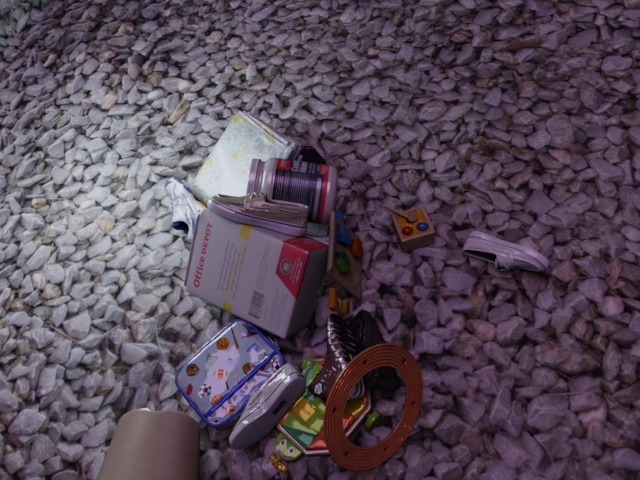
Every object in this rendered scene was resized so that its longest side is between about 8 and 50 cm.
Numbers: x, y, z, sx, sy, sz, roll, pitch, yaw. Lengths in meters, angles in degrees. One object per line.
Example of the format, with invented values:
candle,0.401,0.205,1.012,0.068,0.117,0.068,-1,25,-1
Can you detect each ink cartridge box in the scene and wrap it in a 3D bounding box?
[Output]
ink cartridge box,0.000,0.000,1.902,0.140,0.082,0.190,0,58,10
ink cartridge box,-0.198,0.083,1.764,0.385,0.160,0.279,22,108,22

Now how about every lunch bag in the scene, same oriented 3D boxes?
lunch bag,-0.248,0.389,1.694,0.303,0.115,0.243,-41,63,-14

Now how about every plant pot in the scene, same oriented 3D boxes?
plant pot,-0.441,0.618,1.495,0.334,0.334,0.305,-7,47,6

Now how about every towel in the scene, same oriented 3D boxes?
towel,-0.262,-0.242,2.029,0.320,0.090,0.374,38,97,32

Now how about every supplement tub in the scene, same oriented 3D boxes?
supplement tub,-0.089,-0.157,1.824,0.272,0.191,0.191,8,60,-3

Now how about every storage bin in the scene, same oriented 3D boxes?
storage bin,-0.072,-0.237,2.058,0.180,0.084,0.122,-32,59,-11

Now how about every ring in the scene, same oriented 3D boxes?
ring,0.137,0.425,1.497,0.336,0.336,0.032,-48,32,-18

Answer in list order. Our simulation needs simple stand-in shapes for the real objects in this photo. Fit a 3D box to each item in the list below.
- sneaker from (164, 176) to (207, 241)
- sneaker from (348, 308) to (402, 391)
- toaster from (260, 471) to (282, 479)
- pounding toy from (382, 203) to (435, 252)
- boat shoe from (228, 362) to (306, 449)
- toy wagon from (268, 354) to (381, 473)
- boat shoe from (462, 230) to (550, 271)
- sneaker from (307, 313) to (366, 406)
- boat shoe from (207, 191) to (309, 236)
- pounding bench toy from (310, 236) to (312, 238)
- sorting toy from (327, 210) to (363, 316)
sneaker,-0.486,-0.109,2.040,0.131,0.112,0.296,-42,58,-10
sneaker,0.153,0.321,1.672,0.109,0.130,0.286,-50,30,29
toaster,-0.163,0.715,1.472,0.227,0.129,0.146,-29,62,-10
pounding toy,0.284,-0.054,1.871,0.130,0.100,0.141,-16,58,0
boat shoe,-0.157,0.450,1.587,0.267,0.096,0.088,-50,44,0
toy wagon,-0.011,0.492,1.612,0.267,0.068,0.344,36,71,27
boat shoe,0.561,0.054,1.771,0.258,0.095,0.084,21,68,33
sneaker,0.019,0.340,1.603,0.162,0.106,0.281,-39,34,20
boat shoe,-0.179,-0.096,1.709,0.302,0.094,0.109,14,16,-5
pounding bench toy,-0.059,0.016,1.805,0.065,0.083,0.052,0,61,11
sorting toy,0.081,0.089,1.745,0.041,0.229,0.307,-12,56,24
